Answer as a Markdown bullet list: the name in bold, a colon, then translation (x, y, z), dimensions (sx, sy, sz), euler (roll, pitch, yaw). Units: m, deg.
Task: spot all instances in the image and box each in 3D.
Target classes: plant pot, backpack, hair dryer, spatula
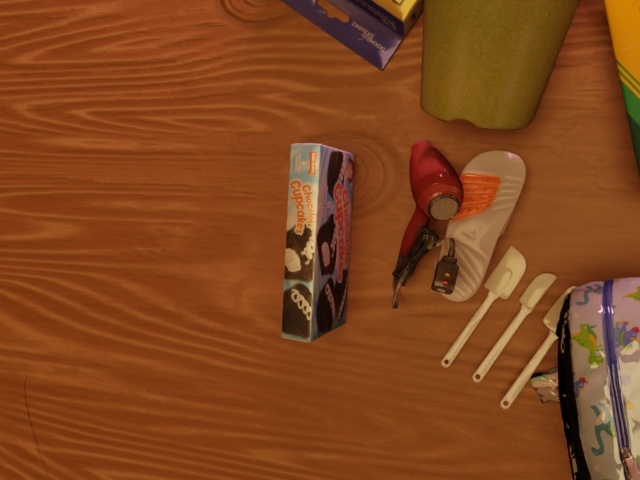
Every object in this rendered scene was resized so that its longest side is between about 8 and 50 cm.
- **plant pot**: translation (0.261, -0.313, 0.979), dimensions (0.276, 0.276, 0.254), euler (16, 116, 19)
- **backpack**: translation (0.453, 0.227, 0.912), dimensions (0.273, 0.290, 0.355), euler (-26, 77, 31)
- **hair dryer**: translation (0.160, -0.039, 1.076), dimensions (0.080, 0.223, 0.293), euler (15, 75, -19)
- **spatula**: translation (0.325, 0.154, 1.081), dimensions (0.168, 0.019, 0.242), euler (35, 99, 21)

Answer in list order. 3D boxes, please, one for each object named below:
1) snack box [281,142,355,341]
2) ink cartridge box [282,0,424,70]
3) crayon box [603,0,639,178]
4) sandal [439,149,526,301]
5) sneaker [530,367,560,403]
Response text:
- **snack box**: translation (0.000, 0.000, 1.119), dimensions (0.060, 0.187, 0.322), euler (4, 94, 20)
- **ink cartridge box**: translation (0.076, -0.517, 1.134), dimensions (0.303, 0.072, 0.307), euler (39, 102, 14)
- **crayon box**: translation (0.614, -0.252, 0.884), dimensions (0.363, 0.106, 0.313), euler (-12, 82, 29)
- **sandal**: translation (0.259, -0.025, 1.078), dimensions (0.102, 0.076, 0.265), euler (21, 87, 15)
- **sneaker**: translation (0.407, 0.243, 1.063), dimensions (0.098, 0.038, 0.069), euler (-27, 84, 29)
